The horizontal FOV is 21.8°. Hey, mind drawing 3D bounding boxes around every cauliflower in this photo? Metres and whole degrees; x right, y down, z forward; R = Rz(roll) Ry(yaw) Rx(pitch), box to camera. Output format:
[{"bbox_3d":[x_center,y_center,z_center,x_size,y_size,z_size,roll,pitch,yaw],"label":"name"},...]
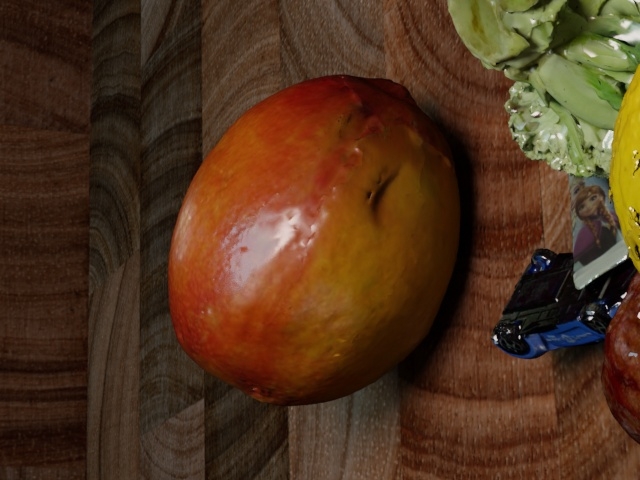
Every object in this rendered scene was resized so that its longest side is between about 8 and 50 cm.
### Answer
[{"bbox_3d":[0.226,-0.179,1.301,0.272,0.250,0.275,-153,66,-68],"label":"cauliflower"}]

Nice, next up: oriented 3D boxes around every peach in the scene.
[{"bbox_3d":[-0.002,-0.001,1.760,0.290,0.372,0.373,42,130,23],"label":"peach"}]

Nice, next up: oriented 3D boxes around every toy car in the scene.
[{"bbox_3d":[0.233,0.052,1.451,0.216,0.063,0.103,-18,37,58],"label":"toy car"}]

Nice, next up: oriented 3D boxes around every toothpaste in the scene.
[{"bbox_3d":[0.240,-0.043,1.457,0.062,0.037,0.216,-41,28,33],"label":"toothpaste"}]

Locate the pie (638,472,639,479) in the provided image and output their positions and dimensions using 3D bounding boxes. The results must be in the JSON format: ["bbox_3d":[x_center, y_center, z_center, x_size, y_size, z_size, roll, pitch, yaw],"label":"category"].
[{"bbox_3d":[0.300,0.212,1.306,0.153,0.038,0.154,-172,90,-70],"label":"pie"}]

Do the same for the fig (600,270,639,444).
[{"bbox_3d":[0.331,0.092,1.150,0.274,0.145,0.170,14,73,44],"label":"fig"}]

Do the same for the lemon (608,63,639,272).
[{"bbox_3d":[0.318,-0.048,1.022,0.258,0.310,0.258,21,125,32],"label":"lemon"}]
